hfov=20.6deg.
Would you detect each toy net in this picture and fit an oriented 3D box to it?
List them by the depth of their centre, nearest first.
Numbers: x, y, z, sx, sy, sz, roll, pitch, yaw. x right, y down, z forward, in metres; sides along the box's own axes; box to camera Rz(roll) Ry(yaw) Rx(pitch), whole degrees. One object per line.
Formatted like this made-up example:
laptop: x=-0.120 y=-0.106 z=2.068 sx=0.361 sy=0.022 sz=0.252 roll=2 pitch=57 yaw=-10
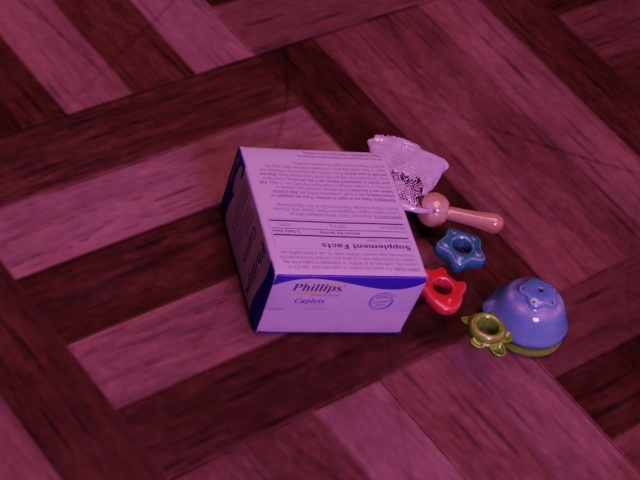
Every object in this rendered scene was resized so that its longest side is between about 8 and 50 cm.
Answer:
toy net: x=0.098 y=0.008 z=1.423 sx=0.122 sy=0.045 sz=0.232 roll=-22 pitch=58 yaw=-34

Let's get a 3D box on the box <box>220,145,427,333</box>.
box: x=0.000 y=0.000 z=1.367 sx=0.126 sy=0.072 sz=0.137 roll=2 pitch=47 yaw=-21
